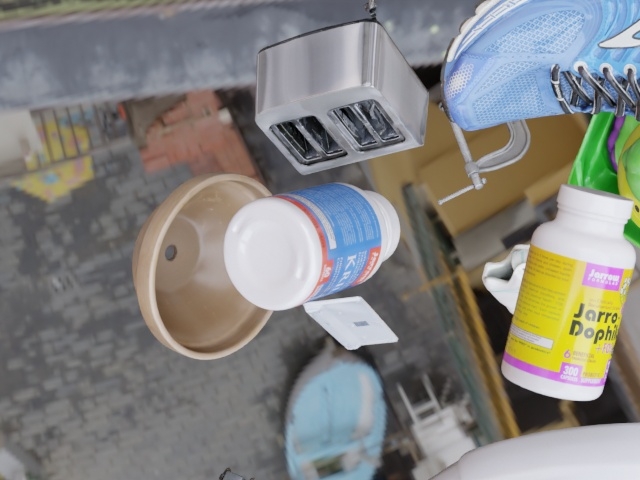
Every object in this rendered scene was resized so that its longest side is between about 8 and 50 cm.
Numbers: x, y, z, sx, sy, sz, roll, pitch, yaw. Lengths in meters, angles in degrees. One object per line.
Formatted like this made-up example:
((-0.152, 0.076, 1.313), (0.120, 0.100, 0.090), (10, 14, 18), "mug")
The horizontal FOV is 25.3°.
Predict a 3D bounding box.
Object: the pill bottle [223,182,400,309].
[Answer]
((0.000, 0.000, 1.607), (0.221, 0.124, 0.124), (-16, 140, -57), "pill bottle")

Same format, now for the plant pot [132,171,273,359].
((-0.159, 0.024, 1.822), (0.237, 0.109, 0.237), (-15, 112, -43), "plant pot")

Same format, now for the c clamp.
((0.198, -0.139, 1.842), (0.137, 0.161, 0.022), (-19, 153, 14), "c clamp")

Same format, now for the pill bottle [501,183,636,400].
((0.104, 0.021, 0.587), (0.043, 0.043, 0.083), (8, 99, -24), "pill bottle")

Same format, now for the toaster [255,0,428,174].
((0.023, -0.172, 1.688), (0.168, 0.110, 0.186), (-13, 145, 23), "toaster")

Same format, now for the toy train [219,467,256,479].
((-0.042, 0.197, 0.963), (0.036, 0.027, 0.158), (-63, 155, -21), "toy train")

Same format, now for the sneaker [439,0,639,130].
((0.251, -0.143, 1.108), (0.330, 0.147, 0.130), (-16, 147, 17), "sneaker")

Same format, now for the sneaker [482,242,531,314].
((0.214, 0.025, 1.338), (0.061, 0.054, 0.152), (34, 137, -25), "sneaker")

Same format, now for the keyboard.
((0.042, 0.104, 1.800), (0.072, 0.014, 0.256), (-12, 163, 10), "keyboard")

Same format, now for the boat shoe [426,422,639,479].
((0.045, 0.129, 0.488), (0.226, 0.076, 0.083), (-26, 136, 34), "boat shoe")

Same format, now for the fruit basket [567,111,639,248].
((0.468, -0.059, 1.742), (0.392, 0.392, 0.283), (-1, 131, -19), "fruit basket")
